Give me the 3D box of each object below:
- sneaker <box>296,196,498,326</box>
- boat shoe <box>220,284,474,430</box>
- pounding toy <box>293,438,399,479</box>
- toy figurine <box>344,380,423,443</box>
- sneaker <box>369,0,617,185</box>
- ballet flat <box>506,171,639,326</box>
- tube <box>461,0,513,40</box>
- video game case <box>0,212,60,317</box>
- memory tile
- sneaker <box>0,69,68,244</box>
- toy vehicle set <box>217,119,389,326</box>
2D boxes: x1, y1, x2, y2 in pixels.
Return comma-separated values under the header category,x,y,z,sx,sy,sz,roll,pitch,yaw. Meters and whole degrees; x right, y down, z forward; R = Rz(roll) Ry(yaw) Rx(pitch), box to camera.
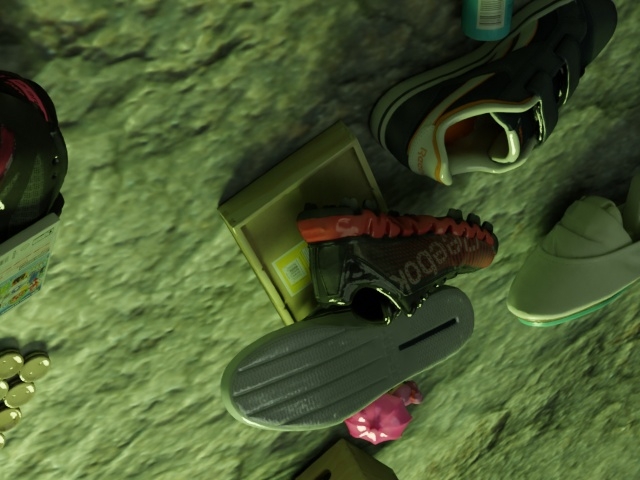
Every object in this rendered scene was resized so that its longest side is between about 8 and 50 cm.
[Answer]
category,x,y,z,sx,sy,sz,roll,pitch,yaw
sneaker,0.090,0.029,1.681,0.276,0.098,0.135,3,83,-41
boat shoe,0.020,0.131,1.741,0.335,0.119,0.121,-15,102,-32
pounding toy,-0.010,0.353,2.041,0.181,0.094,0.206,-42,134,11
toy figurine,0.063,0.174,1.856,0.173,0.159,0.130,-18,138,-28
sneaker,0.220,-0.162,1.679,0.321,0.127,0.126,-32,141,-13
ballet flat,0.396,-0.018,1.997,0.400,0.139,0.139,-23,140,-29
tube,0.178,-0.305,1.561,0.080,0.052,0.207,-24,135,-28
video game case,-0.267,0.032,1.305,0.087,0.011,0.122,-36,165,-34
memory tile,-0.357,0.171,1.611,0.113,0.012,0.148,11,120,-46
sneaker,-0.318,-0.085,1.218,0.202,0.185,0.483,-45,169,-13
toy vehicle set,0.000,0.000,1.725,0.166,0.035,0.267,-35,143,-7
